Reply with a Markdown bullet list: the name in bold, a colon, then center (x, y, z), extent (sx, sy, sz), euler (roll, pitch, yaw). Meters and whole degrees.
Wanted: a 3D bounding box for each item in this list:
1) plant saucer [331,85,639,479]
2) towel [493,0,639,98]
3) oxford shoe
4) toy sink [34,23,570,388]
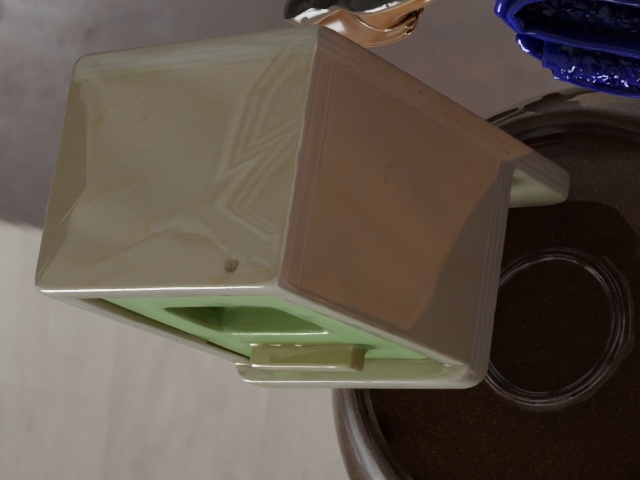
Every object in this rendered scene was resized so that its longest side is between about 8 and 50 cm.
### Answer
- **plant saucer**: center (0.130, 0.051, 0.996), extent (0.311, 0.310, 0.050), euler (-26, 150, 22)
- **towel**: center (0.167, -0.188, 0.763), extent (0.228, 0.308, 0.076), euler (6, 147, -11)
- **oxford shoe**: center (0.051, -0.180, 1.345), extent (0.076, 0.212, 0.076), euler (30, 79, -20)
- **toy sink**: center (0.000, 0.000, 0.919), extent (0.153, 0.131, 0.234), euler (-2, 164, 37)
